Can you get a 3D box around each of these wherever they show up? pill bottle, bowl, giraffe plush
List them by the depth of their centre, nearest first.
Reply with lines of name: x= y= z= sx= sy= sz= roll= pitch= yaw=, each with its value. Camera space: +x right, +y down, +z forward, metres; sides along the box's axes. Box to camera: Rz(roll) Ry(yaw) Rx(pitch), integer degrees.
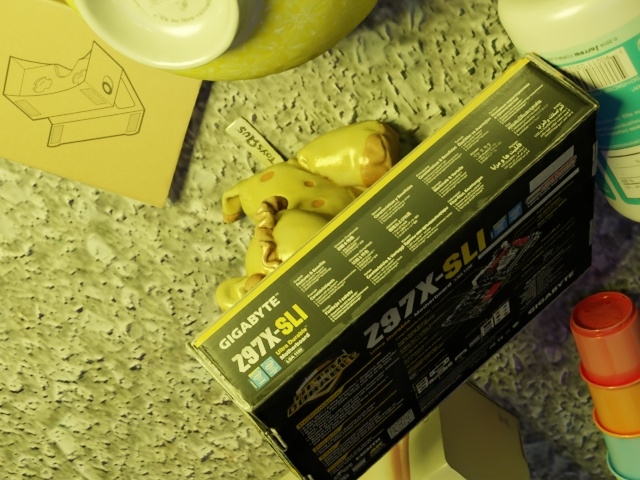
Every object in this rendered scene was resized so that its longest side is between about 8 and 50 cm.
bowl: x=-0.090 y=-0.209 z=0.732 sx=0.289 sy=0.156 sz=0.289 roll=10 pitch=138 yaw=9
pill bottle: x=0.257 y=-0.114 z=0.825 sx=0.146 sy=0.146 sz=0.264 roll=-27 pitch=119 yaw=20
giraffe plush: x=0.000 y=0.000 z=0.902 sx=0.210 sy=0.170 sz=0.181 roll=27 pitch=122 yaw=-14

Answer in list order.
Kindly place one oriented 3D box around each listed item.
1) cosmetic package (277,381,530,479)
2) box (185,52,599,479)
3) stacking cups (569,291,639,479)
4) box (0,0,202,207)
cosmetic package: x=0.061 y=0.279 z=1.101 sx=0.129 sy=0.153 sz=0.296 roll=38 pitch=117 yaw=-21
box: x=0.076 y=0.045 z=0.830 sx=0.322 sy=0.079 sz=0.257 roll=-41 pitch=150 yaw=-9
stacking cups: x=0.320 y=0.193 z=1.058 sx=0.096 sy=0.096 sz=0.316 roll=-17 pitch=122 yaw=14
box: x=-0.210 y=-0.126 z=0.920 sx=0.201 sy=0.021 sz=0.164 roll=17 pitch=123 yaw=-8
